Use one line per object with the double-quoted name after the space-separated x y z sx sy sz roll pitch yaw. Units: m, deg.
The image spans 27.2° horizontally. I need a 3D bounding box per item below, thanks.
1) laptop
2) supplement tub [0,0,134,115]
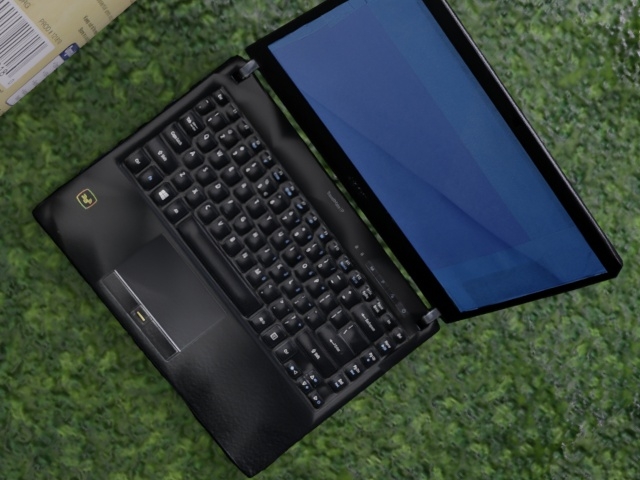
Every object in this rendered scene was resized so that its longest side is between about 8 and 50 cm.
0.000 0.000 0.808 0.264 0.136 0.234 -38 104 -4 "laptop"
-0.165 -0.219 0.692 0.316 0.228 0.228 -41 105 -3 "supplement tub"
